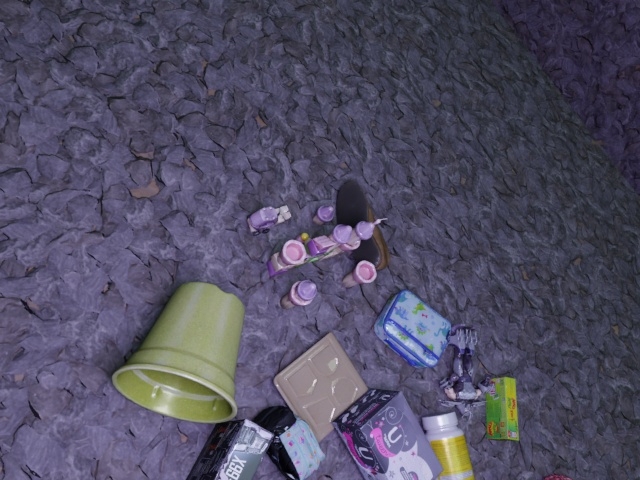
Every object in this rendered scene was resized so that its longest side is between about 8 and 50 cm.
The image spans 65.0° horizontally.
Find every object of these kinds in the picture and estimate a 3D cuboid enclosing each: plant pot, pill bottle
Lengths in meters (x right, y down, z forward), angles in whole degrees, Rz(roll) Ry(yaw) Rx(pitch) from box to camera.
[{"bbox_3d":[-0.293,0.247,1.165,0.276,0.276,0.253,27,48,-15],"label":"plant pot"},{"bbox_3d":[0.355,0.597,1.414,0.119,0.119,0.208,-2,72,-27],"label":"pill bottle"}]

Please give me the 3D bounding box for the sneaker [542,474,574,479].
[{"bbox_3d":[0.698,0.811,1.519,0.299,0.121,0.111,-11,105,-31],"label":"sneaker"}]

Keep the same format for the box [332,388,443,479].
[{"bbox_3d":[0.175,0.538,1.311,0.163,0.142,0.247,-31,94,-33],"label":"box"}]

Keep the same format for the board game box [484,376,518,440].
[{"bbox_3d":[0.562,0.524,1.563,0.043,0.092,0.181,16,64,-20],"label":"board game box"}]

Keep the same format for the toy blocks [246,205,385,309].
[{"bbox_3d":[0.000,0.000,1.391,0.289,0.260,0.308,-16,78,-30],"label":"toy blocks"}]

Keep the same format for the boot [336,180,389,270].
[{"bbox_3d":[0.136,-0.044,1.594,0.115,0.112,0.305,13,56,-55],"label":"boot"}]

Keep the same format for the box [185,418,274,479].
[{"bbox_3d":[-0.238,0.541,1.065,0.077,0.242,0.307,35,58,-11],"label":"box"}]

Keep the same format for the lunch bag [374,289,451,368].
[{"bbox_3d":[0.282,0.274,1.527,0.219,0.090,0.176,41,60,-6],"label":"lunch bag"}]

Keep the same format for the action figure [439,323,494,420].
[{"bbox_3d":[0.442,0.406,1.550,0.185,0.099,0.284,12,69,-32],"label":"action figure"}]

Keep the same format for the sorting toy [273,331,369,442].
[{"bbox_3d":[0.030,0.436,1.367,0.229,0.041,0.307,-35,95,-32],"label":"sorting toy"}]

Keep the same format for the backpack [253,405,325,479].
[{"bbox_3d":[-0.073,0.499,1.226,0.115,0.152,0.182,-32,98,-24],"label":"backpack"}]
